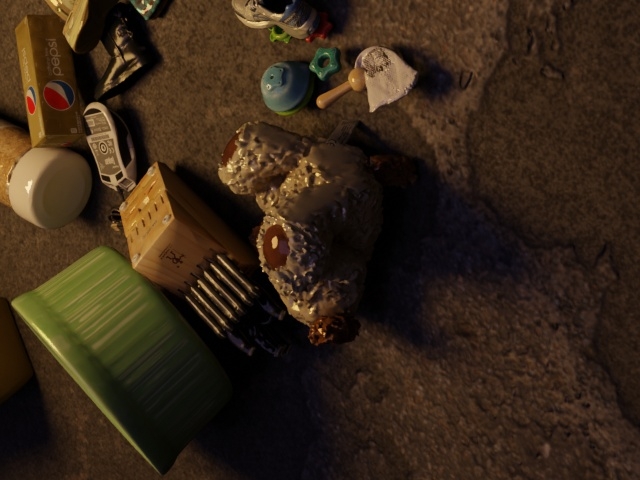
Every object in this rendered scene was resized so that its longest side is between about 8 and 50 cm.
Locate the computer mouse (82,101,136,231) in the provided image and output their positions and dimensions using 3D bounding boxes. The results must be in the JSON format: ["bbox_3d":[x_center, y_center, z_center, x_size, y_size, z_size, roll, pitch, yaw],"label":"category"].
[{"bbox_3d":[-0.280,-0.105,1.749,0.106,0.042,0.193,-3,106,45],"label":"computer mouse"}]

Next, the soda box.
[{"bbox_3d":[-0.383,-0.225,1.751,0.058,0.061,0.181,-26,72,57],"label":"soda box"}]

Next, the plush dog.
[{"bbox_3d":[0.000,0.000,1.487,0.262,0.210,0.225,-118,27,-45],"label":"plush dog"}]

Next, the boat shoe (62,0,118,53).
[{"bbox_3d":[-0.303,-0.322,1.651,0.048,0.056,0.153,49,129,25],"label":"boat shoe"}]

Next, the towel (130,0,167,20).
[{"bbox_3d":[-0.273,-0.509,1.626,0.370,0.040,0.271,51,129,16],"label":"towel"}]

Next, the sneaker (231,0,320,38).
[{"bbox_3d":[-0.061,-0.286,1.489,0.135,0.058,0.052,19,74,39],"label":"sneaker"}]

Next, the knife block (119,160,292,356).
[{"bbox_3d":[-0.135,0.034,1.634,0.088,0.242,0.276,-49,28,11],"label":"knife block"}]

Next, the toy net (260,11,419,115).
[{"bbox_3d":[0.027,-0.206,1.470,0.232,0.045,0.122,9,79,34],"label":"toy net"}]

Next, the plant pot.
[{"bbox_3d":[-0.595,0.196,1.997,0.212,0.187,0.212,-22,88,40],"label":"plant pot"}]

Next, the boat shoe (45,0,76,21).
[{"bbox_3d":[-0.416,-0.422,1.725,0.285,0.104,0.089,47,124,18],"label":"boat shoe"}]

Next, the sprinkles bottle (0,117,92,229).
[{"bbox_3d":[-0.503,-0.131,1.871,0.355,0.121,0.121,25,117,32],"label":"sprinkles bottle"}]

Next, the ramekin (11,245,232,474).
[{"bbox_3d":[-0.254,0.150,1.646,0.303,0.148,0.303,45,166,14],"label":"ramekin"}]

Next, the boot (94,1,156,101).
[{"bbox_3d":[-0.286,-0.261,1.704,0.121,0.045,0.099,-33,83,33],"label":"boot"}]
